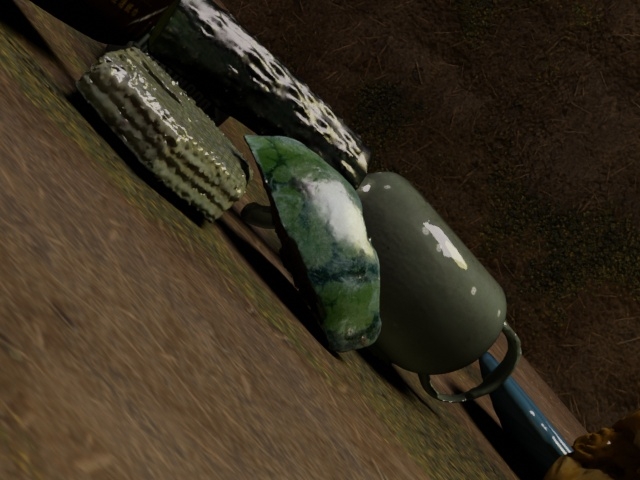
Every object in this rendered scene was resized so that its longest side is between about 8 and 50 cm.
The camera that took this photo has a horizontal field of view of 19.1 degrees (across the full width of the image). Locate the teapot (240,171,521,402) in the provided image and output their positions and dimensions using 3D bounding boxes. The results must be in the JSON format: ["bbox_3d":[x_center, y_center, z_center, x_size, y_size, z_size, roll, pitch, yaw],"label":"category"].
[{"bbox_3d":[0.069,0.035,1.664,0.294,0.129,0.193,48,4,-26],"label":"teapot"}]

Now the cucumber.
[{"bbox_3d":[-0.041,-0.127,1.568,0.211,0.062,0.078,34,23,-15],"label":"cucumber"}]

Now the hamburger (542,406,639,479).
[{"bbox_3d":[0.310,0.281,1.509,0.304,0.174,0.284,52,-2,20],"label":"hamburger"}]

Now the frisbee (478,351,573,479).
[{"bbox_3d":[0.250,0.241,2.039,0.289,0.049,0.289,51,3,-3],"label":"frisbee"}]

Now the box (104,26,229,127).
[{"bbox_3d":[-0.130,-0.152,1.709,0.120,0.069,0.224,48,4,-6],"label":"box"}]

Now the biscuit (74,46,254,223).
[{"bbox_3d":[-0.114,-0.082,1.422,0.147,0.046,0.250,48,5,-4],"label":"biscuit"}]

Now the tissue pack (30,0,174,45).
[{"bbox_3d":[-0.216,-0.295,1.272,0.210,0.198,0.370,44,4,22],"label":"tissue pack"}]

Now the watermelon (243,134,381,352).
[{"bbox_3d":[0.000,0.000,1.503,0.139,0.071,0.187,120,-52,-77],"label":"watermelon"}]
